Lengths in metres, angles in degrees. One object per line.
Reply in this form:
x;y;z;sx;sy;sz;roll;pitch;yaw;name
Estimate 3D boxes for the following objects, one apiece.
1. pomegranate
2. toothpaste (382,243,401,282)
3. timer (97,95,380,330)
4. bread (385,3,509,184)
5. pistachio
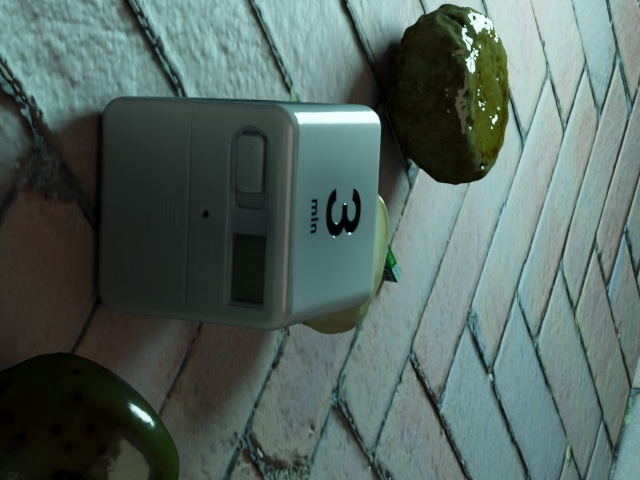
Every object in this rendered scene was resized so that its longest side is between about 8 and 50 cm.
-0.196;0.180;1.178;0.210;0.179;0.179;35;63;-75;pomegranate
0.083;0.023;1.908;0.017;0.020;0.083;-66;149;-30;toothpaste
-0.071;-0.031;1.363;0.195;0.194;0.192;-11;104;-64;timer
0.163;-0.188;1.921;0.230;0.123;0.230;-1;90;-65;bread
0.000;0.000;1.630;0.145;0.117;0.201;1;105;-27;pistachio
